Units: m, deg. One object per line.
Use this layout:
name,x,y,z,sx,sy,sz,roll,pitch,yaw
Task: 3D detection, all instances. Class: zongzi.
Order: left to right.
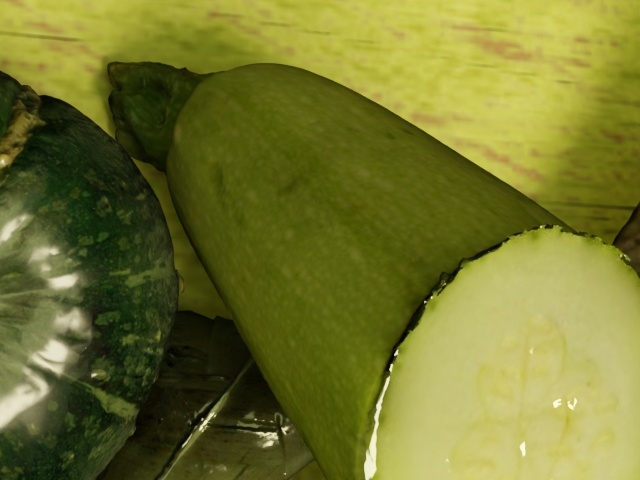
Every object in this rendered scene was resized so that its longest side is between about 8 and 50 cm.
zongzi,-0.032,0.114,0.613,0.130,0.062,0.154,16,83,12

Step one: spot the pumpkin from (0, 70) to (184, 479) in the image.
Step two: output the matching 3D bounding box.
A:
pumpkin,-0.149,0.021,0.553,0.190,0.146,0.190,0,86,5

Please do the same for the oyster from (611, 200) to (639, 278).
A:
oyster,0.113,0.101,0.654,0.396,0.111,0.204,-47,141,-7

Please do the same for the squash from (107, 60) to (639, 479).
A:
squash,0.013,-0.010,0.561,0.137,0.287,0.137,-20,138,-19
